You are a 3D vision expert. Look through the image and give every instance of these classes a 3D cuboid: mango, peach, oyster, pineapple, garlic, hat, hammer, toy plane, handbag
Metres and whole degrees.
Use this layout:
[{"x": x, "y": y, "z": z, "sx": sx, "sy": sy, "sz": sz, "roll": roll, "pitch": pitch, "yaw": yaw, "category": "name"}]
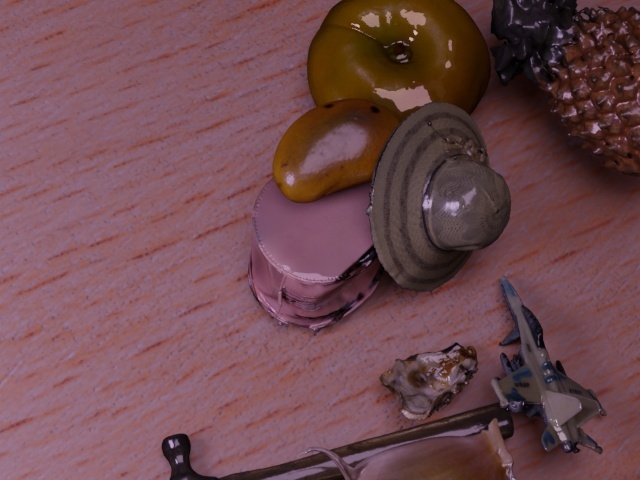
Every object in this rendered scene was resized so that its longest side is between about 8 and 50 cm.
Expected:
[{"x": 0.018, "y": -0.116, "z": 1.779, "sx": 0.178, "sy": 0.090, "sz": 0.115, "roll": -21, "pitch": 69, "yaw": -13, "category": "mango"}, {"x": 0.102, "y": -0.230, "z": 1.913, "sx": 0.251, "sy": 0.153, "sz": 0.251, "roll": -2, "pitch": 62, "yaw": 4, "category": "peach"}, {"x": 0.148, "y": 0.177, "z": 1.811, "sx": 0.148, "sy": 0.051, "sz": 0.103, "roll": -27, "pitch": 41, "yaw": -22, "category": "oyster"}, {"x": 0.351, "y": -0.238, "z": 1.905, "sx": 0.357, "sy": 0.223, "sz": 0.223, "roll": 31, "pitch": 70, "yaw": 6, "category": "pineapple"}, {"x": 0.106, "y": 0.317, "z": 1.714, "sx": 0.266, "sy": 0.128, "sz": 0.148, "roll": 1, "pitch": 48, "yaw": -24, "category": "garlic"}, {"x": 0.179, "y": -0.047, "z": 1.790, "sx": 0.110, "sy": 0.252, "sz": 0.252, "roll": 12, "pitch": 63, "yaw": 41, "category": "hat"}, {"x": 0.030, "y": 0.273, "z": 1.772, "sx": 0.439, "sy": 0.044, "sz": 0.168, "roll": -14, "pitch": 72, "yaw": -11, "category": "hammer"}, {"x": 0.272, "y": 0.161, "z": 1.819, "sx": 0.192, "sy": 0.088, "sz": 0.262, "roll": 11, "pitch": 38, "yaw": -37, "category": "toy plane"}, {"x": 0.000, "y": 0.000, "z": 1.827, "sx": 0.179, "sy": 0.116, "sz": 0.205, "roll": 42, "pitch": 65, "yaw": 13, "category": "handbag"}]
